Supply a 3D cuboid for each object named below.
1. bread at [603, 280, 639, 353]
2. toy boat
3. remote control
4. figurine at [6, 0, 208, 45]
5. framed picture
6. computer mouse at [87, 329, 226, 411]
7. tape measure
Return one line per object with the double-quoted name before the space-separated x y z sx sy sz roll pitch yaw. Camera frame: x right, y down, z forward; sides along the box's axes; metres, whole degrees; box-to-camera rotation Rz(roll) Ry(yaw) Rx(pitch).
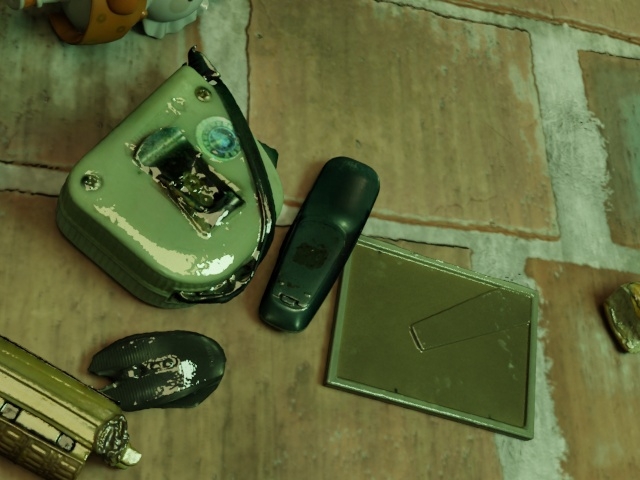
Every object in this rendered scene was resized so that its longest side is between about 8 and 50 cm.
"bread" 0.388 0.085 1.184 0.083 0.076 0.070 -12 62 -28
"toy boat" -0.263 0.146 0.868 0.226 0.068 0.088 32 65 -9
"remote control" 0.000 0.000 1.060 0.072 0.042 0.222 24 60 5
"figurine" -0.207 -0.283 1.059 0.143 0.143 0.271 55 38 7
"framed picture" 0.129 0.104 1.091 0.250 0.016 0.184 17 62 -17
"computer mouse" -0.151 0.121 0.942 0.135 0.047 0.079 -8 70 -24
"tape measure" -0.123 -0.056 0.994 0.207 0.115 0.235 39 58 -1
